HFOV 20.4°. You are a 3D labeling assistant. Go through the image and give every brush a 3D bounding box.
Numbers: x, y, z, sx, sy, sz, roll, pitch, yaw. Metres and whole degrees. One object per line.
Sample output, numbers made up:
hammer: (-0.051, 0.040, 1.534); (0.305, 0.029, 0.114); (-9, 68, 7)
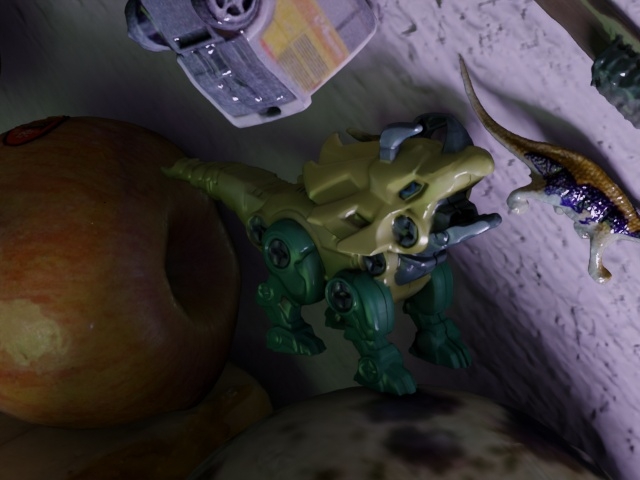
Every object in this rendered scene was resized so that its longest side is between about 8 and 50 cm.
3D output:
brush: (0.123, -0.102, 0.856); (0.190, 0.027, 0.034); (47, 148, 4)

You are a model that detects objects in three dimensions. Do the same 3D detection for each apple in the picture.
apple: (-0.158, 0.022, 1.185); (0.188, 0.211, 0.211); (-5, 125, 23)

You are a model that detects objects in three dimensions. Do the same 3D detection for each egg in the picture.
egg: (0.052, 0.277, 1.066); (0.345, 0.345, 0.428); (27, 149, 32)

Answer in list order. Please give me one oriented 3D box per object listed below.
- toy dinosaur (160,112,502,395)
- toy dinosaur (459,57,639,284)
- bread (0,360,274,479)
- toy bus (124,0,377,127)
toy dinosaur: (0.000, 0.000, 1.047); (0.259, 0.094, 0.153); (5, 105, 41)
toy dinosaur: (0.130, -0.022, 0.932); (0.180, 0.037, 0.058); (35, 124, 10)
bread: (-0.156, 0.236, 1.309); (0.207, 0.279, 0.279); (26, 133, 53)
toy bus: (-0.079, -0.188, 0.941); (0.092, 0.106, 0.268); (-10, 119, 55)
